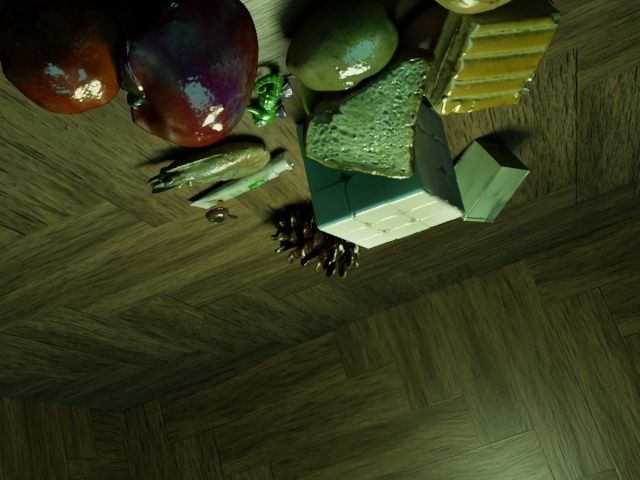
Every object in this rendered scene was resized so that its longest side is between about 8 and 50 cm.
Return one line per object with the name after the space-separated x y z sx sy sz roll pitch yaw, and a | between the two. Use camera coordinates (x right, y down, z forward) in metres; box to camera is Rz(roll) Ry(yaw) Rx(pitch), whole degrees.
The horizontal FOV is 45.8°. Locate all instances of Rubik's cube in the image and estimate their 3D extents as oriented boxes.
0.153 -0.175 1.895 0.292 0.290 0.291 -20 161 26 | Rubik's cube

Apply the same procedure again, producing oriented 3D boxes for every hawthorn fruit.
-0.424 -0.310 1.288 0.205 0.205 0.253 -20 157 7 | hawthorn fruit

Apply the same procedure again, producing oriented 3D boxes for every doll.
-0.121 -0.316 1.710 0.115 0.050 0.190 -16 158 -23 | doll

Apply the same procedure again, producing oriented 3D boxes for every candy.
0.284 -0.429 1.684 0.256 0.094 0.255 -15 158 -6 | candy

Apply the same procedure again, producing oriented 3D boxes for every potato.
0.033 -0.388 1.518 0.251 0.174 0.159 -27 -162 29 | potato

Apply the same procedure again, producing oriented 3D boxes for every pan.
-0.283 -0.067 2.222 0.068 0.023 0.115 -33 153 32 | pan

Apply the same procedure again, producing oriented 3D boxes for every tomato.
-0.198 -0.302 1.359 0.289 0.176 0.335 -52 172 -22 | tomato

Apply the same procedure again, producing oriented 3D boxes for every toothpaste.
-0.213 -0.154 2.041 0.314 0.056 0.058 -25 120 27 | toothpaste

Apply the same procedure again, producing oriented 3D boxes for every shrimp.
-0.277 -0.175 1.901 0.317 0.077 0.168 -16 161 -12 | shrimp

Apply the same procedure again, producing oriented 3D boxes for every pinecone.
0.000 0.000 2.335 0.309 0.243 0.244 0 154 -16 | pinecone

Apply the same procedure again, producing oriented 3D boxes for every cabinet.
0.498 -0.184 2.319 0.145 0.150 0.206 2 131 -40 | cabinet

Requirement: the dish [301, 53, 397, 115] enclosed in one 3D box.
0.093 -0.344 1.684 0.262 0.221 0.108 -44 -171 33 | dish

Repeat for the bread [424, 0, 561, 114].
0.353 -0.383 1.566 0.246 0.111 0.239 -12 143 -24 | bread

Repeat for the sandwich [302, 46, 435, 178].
0.096 -0.278 1.596 0.254 0.099 0.288 16 123 10 | sandwich

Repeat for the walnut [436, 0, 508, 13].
0.288 -0.512 1.365 0.222 0.195 0.195 -18 160 -22 | walnut
